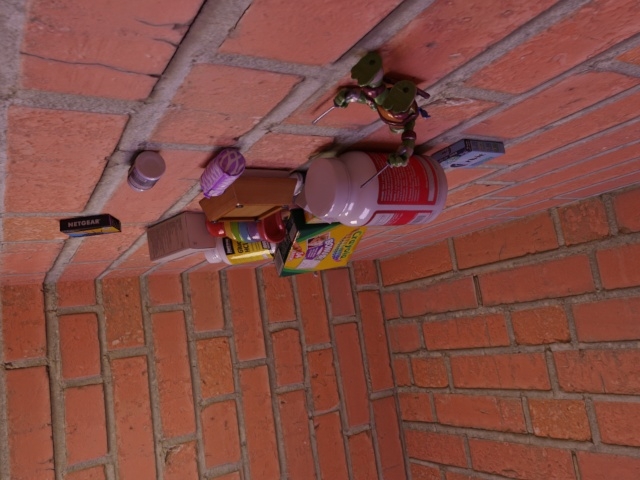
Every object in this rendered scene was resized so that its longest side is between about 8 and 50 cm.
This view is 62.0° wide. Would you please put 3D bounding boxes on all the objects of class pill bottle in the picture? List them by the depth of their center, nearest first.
[{"bbox_3d":[-0.464,-0.178,1.408,0.078,0.078,0.137,-3,170,-32],"label":"pill bottle"},{"bbox_3d":[0.169,-0.157,1.630,0.408,0.228,0.229,-2,169,-32],"label":"pill bottle"},{"bbox_3d":[-0.331,0.004,2.323,0.334,0.187,0.188,-10,171,11],"label":"pill bottle"}]

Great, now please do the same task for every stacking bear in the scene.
[{"bbox_3d":[-0.302,-0.068,2.015,0.289,0.175,0.164,0,-161,25],"label":"stacking bear"}]

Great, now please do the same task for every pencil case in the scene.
[{"bbox_3d":[-0.279,-0.186,1.491,0.086,0.088,0.206,34,153,-15],"label":"pencil case"}]

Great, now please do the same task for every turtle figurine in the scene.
[{"bbox_3d":[0.111,-0.247,1.124,0.275,0.197,0.266,-13,167,7],"label":"turtle figurine"}]

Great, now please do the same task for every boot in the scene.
[{"bbox_3d":[-0.085,-0.175,1.795,0.086,0.069,0.190,-7,168,-33],"label":"boot"}]

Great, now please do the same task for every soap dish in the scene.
[{"bbox_3d":[-0.238,-0.138,1.737,0.229,0.118,0.291,-3,171,-32],"label":"soap dish"}]

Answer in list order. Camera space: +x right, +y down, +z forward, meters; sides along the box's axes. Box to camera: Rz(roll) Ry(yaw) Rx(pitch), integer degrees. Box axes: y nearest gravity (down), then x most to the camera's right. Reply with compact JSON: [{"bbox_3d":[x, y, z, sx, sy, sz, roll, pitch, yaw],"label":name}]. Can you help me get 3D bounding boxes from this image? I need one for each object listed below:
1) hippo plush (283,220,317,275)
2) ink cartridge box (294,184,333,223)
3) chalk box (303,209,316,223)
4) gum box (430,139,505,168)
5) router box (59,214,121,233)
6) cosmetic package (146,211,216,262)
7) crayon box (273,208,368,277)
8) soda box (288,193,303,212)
[{"bbox_3d":[-0.040,-0.026,2.476,0.237,0.234,0.294,-35,-153,-16],"label":"hippo plush"},{"bbox_3d":[0.012,-0.127,1.762,0.062,0.104,0.181,37,-173,42],"label":"ink cartridge box"},{"bbox_3d":[0.054,-0.142,1.936,0.213,0.132,0.132,-6,171,-20],"label":"chalk box"},{"bbox_3d":[0.479,-0.279,1.740,0.185,0.041,0.157,-4,170,-32],"label":"gum box"},{"bbox_3d":[-0.845,-0.052,1.963,0.179,0.046,0.133,-7,171,-4],"label":"router box"},{"bbox_3d":[-0.568,-0.009,2.157,0.296,0.153,0.129,-14,171,42],"label":"cosmetic package"},{"bbox_3d":[0.000,0.000,2.153,0.313,0.106,0.363,-9,151,-22],"label":"crayon box"},{"bbox_3d":[-0.094,-0.136,2.056,0.058,0.062,0.183,-9,170,-2],"label":"soda box"}]
